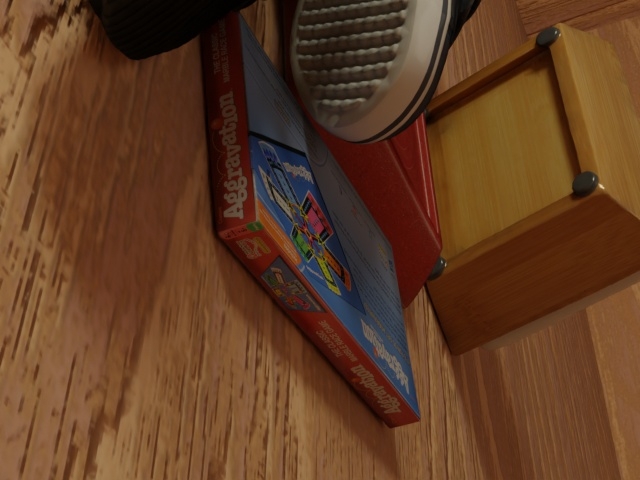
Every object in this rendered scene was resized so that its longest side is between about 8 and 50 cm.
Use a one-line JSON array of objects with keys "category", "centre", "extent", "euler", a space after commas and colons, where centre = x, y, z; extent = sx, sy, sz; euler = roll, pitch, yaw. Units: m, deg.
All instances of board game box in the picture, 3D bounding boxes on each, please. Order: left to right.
[{"category": "board game box", "centre": [0.000, 0.000, 0.787], "extent": [0.281, 0.027, 0.145], "euler": [54, 23, -54]}]

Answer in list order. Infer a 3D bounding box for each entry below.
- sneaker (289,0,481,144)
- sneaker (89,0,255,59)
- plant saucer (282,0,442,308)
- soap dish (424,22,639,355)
[{"category": "sneaker", "centre": [0.058, -0.177, 0.862], "extent": [0.127, 0.126, 0.321], "euler": [32, 40, -34]}, {"category": "sneaker", "centre": [-0.063, -0.186, 0.620], "extent": [0.146, 0.122, 0.330], "euler": [53, 17, -8]}, {"category": "plant saucer", "centre": [0.038, -0.120, 1.020], "extent": [0.258, 0.047, 0.259], "euler": [59, 22, -45]}, {"category": "soap dish", "centre": [0.195, -0.058, 1.218], "extent": [0.118, 0.229, 0.291], "euler": [41, 32, -35]}]
